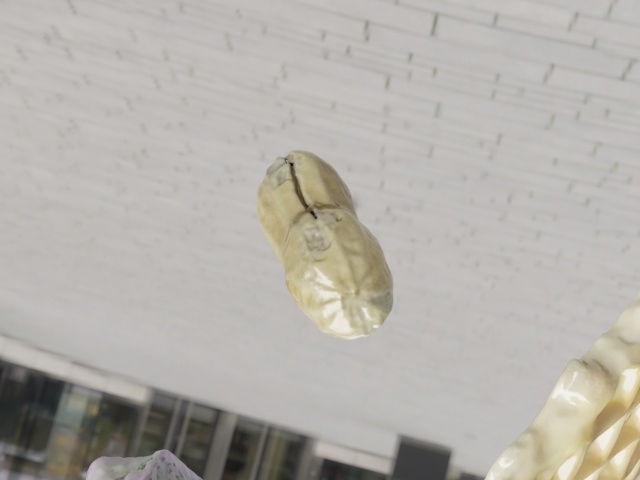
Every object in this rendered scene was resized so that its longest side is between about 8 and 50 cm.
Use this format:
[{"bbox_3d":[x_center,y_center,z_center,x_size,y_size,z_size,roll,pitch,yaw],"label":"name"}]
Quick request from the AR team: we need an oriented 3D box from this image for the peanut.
[{"bbox_3d":[0.000,0.000,1.621,0.130,0.130,0.290,23,-154,-38],"label":"peanut"}]

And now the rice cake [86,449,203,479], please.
[{"bbox_3d":[-0.039,0.253,0.899,0.064,0.070,0.399,-21,135,18],"label":"rice cake"}]

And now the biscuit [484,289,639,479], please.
[{"bbox_3d":[0.095,0.152,0.664,0.040,0.309,0.204,39,163,28],"label":"biscuit"}]
